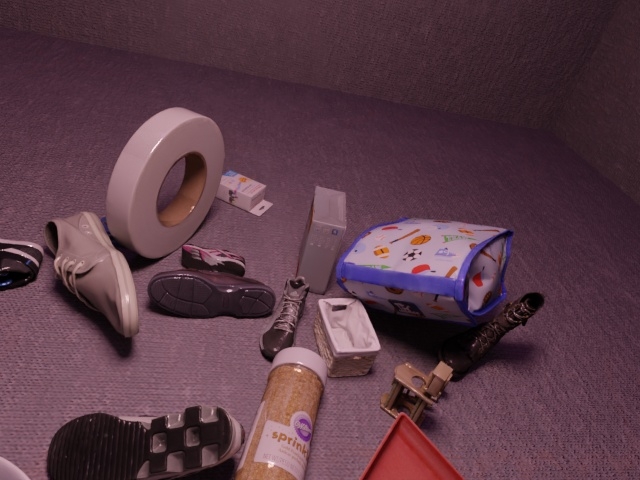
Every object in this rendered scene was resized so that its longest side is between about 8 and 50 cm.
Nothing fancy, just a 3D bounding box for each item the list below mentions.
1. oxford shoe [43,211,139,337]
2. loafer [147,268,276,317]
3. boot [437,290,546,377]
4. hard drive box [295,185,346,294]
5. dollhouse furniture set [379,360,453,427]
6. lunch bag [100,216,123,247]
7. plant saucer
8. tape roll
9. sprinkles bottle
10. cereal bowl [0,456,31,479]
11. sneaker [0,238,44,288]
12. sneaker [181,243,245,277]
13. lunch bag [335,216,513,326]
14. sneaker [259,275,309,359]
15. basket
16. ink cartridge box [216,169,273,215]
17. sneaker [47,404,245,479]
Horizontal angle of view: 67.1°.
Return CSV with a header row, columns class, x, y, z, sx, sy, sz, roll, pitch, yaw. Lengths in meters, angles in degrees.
class,x,y,z,sx,sy,sz,roll,pitch,yaw
oxford shoe,-0.514,0.073,1.076,0.130,0.169,0.449,-11,35,-38
loafer,-0.263,0.125,1.177,0.302,0.109,0.095,9,15,-20
boot,0.423,0.216,1.183,0.263,0.229,0.091,-22,68,-43
hard drive box,0.000,0.000,1.323,0.089,0.232,0.181,12,34,-5
dollhouse furniture set,0.226,0.288,1.054,0.101,0.182,0.161,32,38,22
lunch bag,-0.545,-0.026,1.285,0.098,0.065,0.067,2,37,-20
plant saucer,0.164,0.477,0.822,0.259,0.048,0.258,47,40,6
tape roll,-0.379,-0.142,1.234,0.072,0.392,0.392,25,35,13
sprinkles bottle,-0.073,0.362,0.884,0.121,0.121,0.355,17,35,1
cereal bowl,-0.514,0.437,0.579,0.338,0.141,0.339,11,35,-8
sneaker,-0.752,0.049,1.082,0.216,0.079,0.121,3,35,-20
sneaker,-0.285,0.052,1.295,0.178,0.072,0.077,22,22,-6
lunch bag,0.267,0.075,1.215,0.327,0.239,0.385,6,9,34
sneaker,-0.080,0.163,1.148,0.086,0.132,0.229,17,34,1
basket,0.054,0.229,1.137,0.113,0.103,0.167,2,36,-19
ink cartridge box,-0.252,-0.158,1.593,0.181,0.062,0.104,24,35,11
sneaker,-0.288,0.360,0.824,0.330,0.146,0.122,-6,61,6
